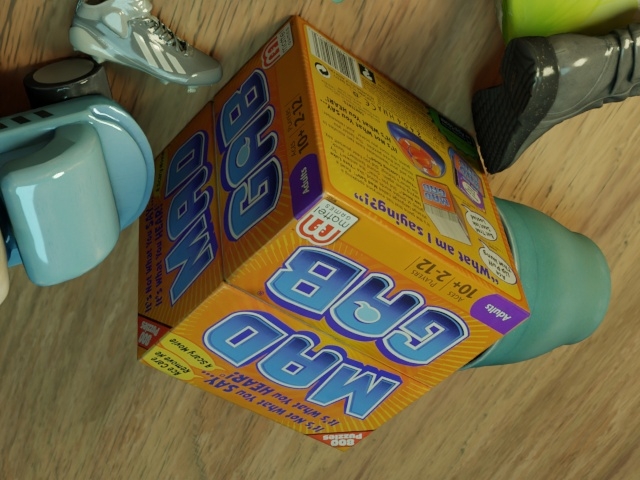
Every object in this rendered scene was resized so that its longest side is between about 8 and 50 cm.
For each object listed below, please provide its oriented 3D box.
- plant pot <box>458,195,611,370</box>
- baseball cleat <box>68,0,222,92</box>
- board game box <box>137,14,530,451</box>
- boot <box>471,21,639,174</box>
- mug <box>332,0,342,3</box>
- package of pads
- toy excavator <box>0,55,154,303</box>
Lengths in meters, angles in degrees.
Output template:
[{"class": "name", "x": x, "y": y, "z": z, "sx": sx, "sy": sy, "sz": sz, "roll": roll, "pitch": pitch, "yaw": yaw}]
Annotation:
[{"class": "plant pot", "x": 0.294, "y": 0.066, "z": 1.702, "sx": 0.255, "sy": 0.271, "sz": 0.271, "roll": 6, "pitch": 135, "yaw": -34}, {"class": "baseball cleat", "x": -0.212, "y": -0.259, "z": 1.422, "sx": 0.206, "sy": 0.072, "sz": 0.109, "roll": 10, "pitch": 125, "yaw": -23}, {"class": "board game box", "x": 0.000, "y": 0.000, "z": 1.507, "sx": 0.357, "sy": 0.356, "sz": 0.356, "roll": 30, "pitch": 123, "yaw": -32}, {"class": "boot", "x": 0.337, "y": -0.188, "z": 1.480, "sx": 0.223, "sy": 0.118, "sz": 0.338, "roll": -13, "pitch": 170, "yaw": -9}, {"class": "mug", "x": 0.028, "y": -0.365, "z": 1.330, "sx": 0.097, "sy": 0.157, "sz": 0.129, "roll": -31, "pitch": 107, "yaw": 17}, {"class": "package of pads", "x": 0.332, "y": -0.383, "z": 1.364, "sx": 0.229, "sy": 0.101, "sz": 0.296, "roll": -10, "pitch": 138, "yaw": 0}, {"class": "toy excavator", "x": -0.380, "y": -0.014, "z": 1.295, "sx": 0.433, "sy": 0.445, "sz": 0.222, "roll": -18, "pitch": 121, "yaw": -17}]
